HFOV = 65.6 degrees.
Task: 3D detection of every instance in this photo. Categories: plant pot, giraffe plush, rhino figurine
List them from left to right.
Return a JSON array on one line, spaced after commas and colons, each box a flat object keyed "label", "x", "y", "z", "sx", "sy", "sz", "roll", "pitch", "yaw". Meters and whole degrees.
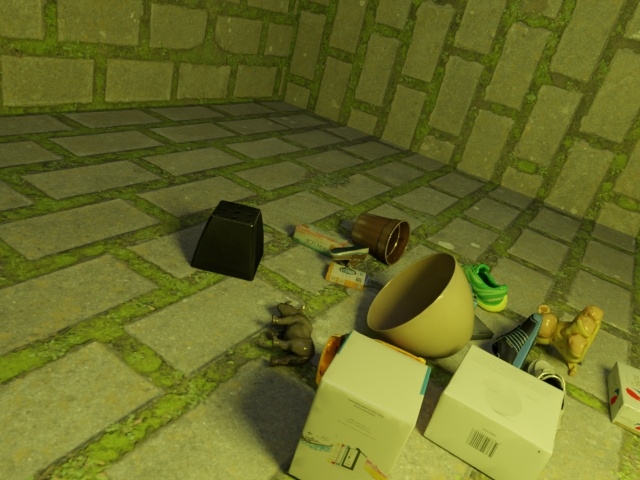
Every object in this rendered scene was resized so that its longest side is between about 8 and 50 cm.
[{"label": "plant pot", "x": -0.263, "y": -0.012, "z": 1.485, "sx": 0.187, "sy": 0.167, "sz": 0.188, "roll": 13, "pitch": 27, "yaw": -2}, {"label": "rhino figurine", "x": -0.070, "y": 0.221, "z": 1.229, "sx": 0.106, "sy": 0.073, "sz": 0.243, "roll": 6, "pitch": 25, "yaw": -8}, {"label": "plant pot", "x": 0.210, "y": -0.019, "z": 1.775, "sx": 0.165, "sy": 0.167, "sz": 0.167, "roll": 23, "pitch": 26, "yaw": 33}, {"label": "plant pot", "x": 0.291, "y": 0.196, "z": 1.300, "sx": 0.191, "sy": 0.284, "sz": 0.284, "roll": 48, "pitch": 23, "yaw": -12}, {"label": "giraffe plush", "x": 0.690, "y": 0.263, "z": 1.436, "sx": 0.170, "sy": 0.210, "sz": 0.181, "roll": 27, "pitch": 52, "yaw": 35}]

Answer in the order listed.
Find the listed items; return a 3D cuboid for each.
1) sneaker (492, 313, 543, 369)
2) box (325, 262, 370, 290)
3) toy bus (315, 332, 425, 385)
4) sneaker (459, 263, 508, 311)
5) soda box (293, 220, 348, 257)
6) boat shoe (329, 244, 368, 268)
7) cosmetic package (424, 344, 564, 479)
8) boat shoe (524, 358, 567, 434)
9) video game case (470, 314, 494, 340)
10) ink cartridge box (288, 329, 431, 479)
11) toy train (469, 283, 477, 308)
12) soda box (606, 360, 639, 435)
[{"label": "sneaker", "x": 0.530, "y": 0.276, "z": 1.355, "sx": 0.090, "sy": 0.082, "sz": 0.232, "roll": 23, "pitch": 53, "yaw": 30}, {"label": "box", "x": 0.088, "y": 0.116, "z": 1.576, "sx": 0.136, "sy": 0.028, "sz": 0.081, "roll": 19, "pitch": 26, "yaw": 3}, {"label": "toy bus", "x": 0.128, "y": 0.290, "z": 1.135, "sx": 0.220, "sy": 0.150, "sz": 0.211, "roll": 21, "pitch": 13, "yaw": 19}, {"label": "sneaker", "x": 0.513, "y": 0.120, "z": 1.683, "sx": 0.109, "sy": 0.124, "sz": 0.295, "roll": -10, "pitch": 35, "yaw": -41}, {"label": "soda box", "x": 0.000, "y": 0.000, "z": 1.719, "sx": 0.183, "sy": 0.063, "sz": 0.058, "roll": 25, "pitch": 27, "yaw": 18}, {"label": "boat shoe", "x": 0.098, "y": 0.058, "z": 1.642, "sx": 0.066, "sy": 0.066, "sz": 0.183, "roll": 14, "pitch": 13, "yaw": 42}, {"label": "cosmetic package", "x": 0.381, "y": 0.377, "z": 1.080, "sx": 0.224, "sy": 0.138, "sz": 0.224, "roll": 27, "pitch": 29, "yaw": 23}, {"label": "boat shoe", "x": 0.573, "y": 0.370, "z": 1.253, "sx": 0.096, "sy": 0.088, "sz": 0.267, "roll": 23, "pitch": 27, "yaw": 16}, {"label": "video game case", "x": 0.375, "y": 0.214, "z": 1.536, "sx": 0.195, "sy": 0.026, "sz": 0.274, "roll": 2, "pitch": 28, "yaw": -25}, {"label": "ink cartridge box", "x": 0.072, "y": 0.328, "z": 0.905, "sx": 0.168, "sy": 0.233, "sz": 0.171, "roll": 23, "pitch": 27, "yaw": 12}, {"label": "toy train", "x": 0.430, "y": 0.165, "z": 1.554, "sx": 0.105, "sy": 0.080, "sz": 0.184, "roll": 26, "pitch": 24, "yaw": 2}, {"label": "soda box", "x": 0.820, "y": 0.414, "z": 1.321, "sx": 0.073, "sy": 0.069, "sz": 0.216, "roll": 23, "pitch": 26, "yaw": 18}]
